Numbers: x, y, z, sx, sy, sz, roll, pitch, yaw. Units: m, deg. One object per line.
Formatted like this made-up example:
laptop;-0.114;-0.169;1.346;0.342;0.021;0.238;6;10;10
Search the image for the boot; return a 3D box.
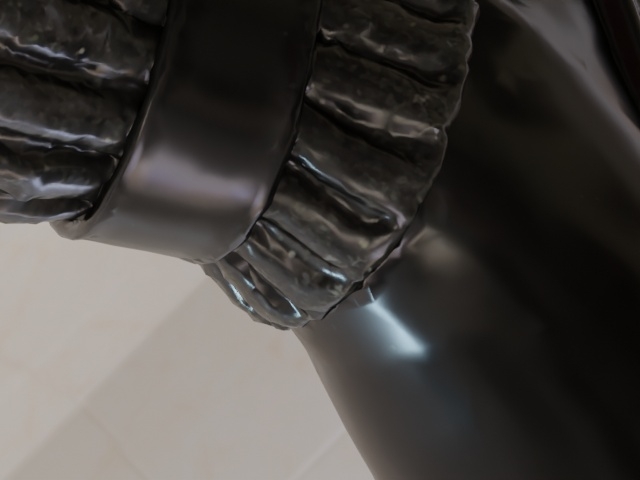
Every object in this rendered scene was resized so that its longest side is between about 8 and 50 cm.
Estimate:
boot;-0.003;0.001;0.418;0.260;0.131;0.348;16;-135;-45
